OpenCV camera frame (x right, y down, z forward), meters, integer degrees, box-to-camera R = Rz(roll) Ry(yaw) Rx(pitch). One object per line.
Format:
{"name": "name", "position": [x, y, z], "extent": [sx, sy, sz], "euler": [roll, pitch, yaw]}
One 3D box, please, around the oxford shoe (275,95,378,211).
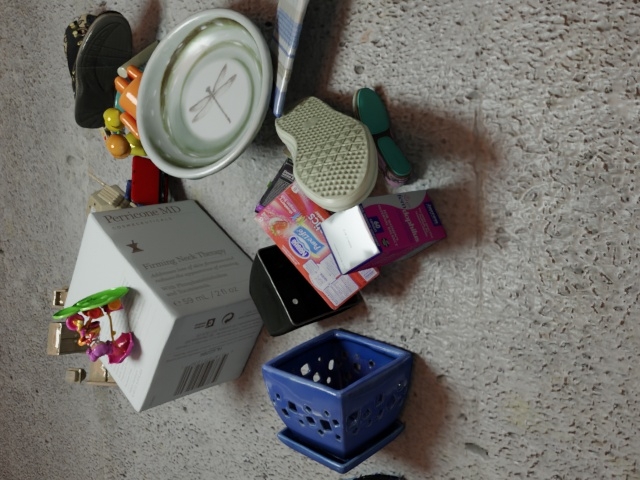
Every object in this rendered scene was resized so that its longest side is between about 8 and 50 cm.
{"name": "oxford shoe", "position": [0.022, -0.163, 1.447], "extent": [0.130, 0.169, 0.449], "euler": [59, 180, -30]}

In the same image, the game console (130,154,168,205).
{"name": "game console", "position": [-0.462, -0.142, 1.983], "extent": [0.124, 0.085, 0.144], "euler": [103, 165, -66]}

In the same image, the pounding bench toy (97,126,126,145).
{"name": "pounding bench toy", "position": [-0.614, -0.327, 2.176], "extent": [0.083, 0.052, 0.065], "euler": [-37, 72, 41]}

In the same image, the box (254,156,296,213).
{"name": "box", "position": [-0.063, -0.101, 1.658], "extent": [0.162, 0.116, 0.029], "euler": [-52, 19, 37]}

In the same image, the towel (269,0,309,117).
{"name": "towel", "position": [-0.074, -0.430, 1.589], "extent": [0.209, 0.034, 0.285], "euler": [-117, 38, -61]}

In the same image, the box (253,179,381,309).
{"name": "box", "position": [0.000, 0.000, 1.519], "extent": [0.128, 0.122, 0.257], "euler": [-41, 92, 13]}

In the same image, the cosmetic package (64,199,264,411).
{"name": "cosmetic package", "position": [-0.389, 0.151, 1.858], "extent": [0.393, 0.329, 0.327], "euler": [44, 125, 28]}

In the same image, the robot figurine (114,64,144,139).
{"name": "robot figurine", "position": [-0.418, -0.344, 1.850], "extent": [0.219, 0.158, 0.128], "euler": [44, 129, -6]}

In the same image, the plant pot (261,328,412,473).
{"name": "plant pot", "position": [0.041, 0.344, 1.557], "extent": [0.236, 0.236, 0.212], "euler": [12, 113, 43]}

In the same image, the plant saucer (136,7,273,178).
{"name": "plant saucer", "position": [-0.254, -0.332, 1.699], "extent": [0.400, 0.100, 0.400], "euler": [-6, 79, 32]}

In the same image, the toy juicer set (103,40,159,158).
{"name": "toy juicer set", "position": [-0.530, -0.376, 1.977], "extent": [0.089, 0.209, 0.329], "euler": [15, 110, 13]}

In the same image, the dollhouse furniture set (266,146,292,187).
{"name": "dollhouse furniture set", "position": [-0.057, -0.169, 1.693], "extent": [0.076, 0.058, 0.152], "euler": [42, 105, 39]}

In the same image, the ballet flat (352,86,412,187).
{"name": "ballet flat", "position": [0.115, -0.204, 1.495], "extent": [0.221, 0.077, 0.079], "euler": [64, 153, 14]}

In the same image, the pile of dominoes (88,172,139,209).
{"name": "pile of dominoes", "position": [-0.522, -0.079, 2.002], "extent": [0.196, 0.251, 0.040], "euler": [32, 80, 27]}

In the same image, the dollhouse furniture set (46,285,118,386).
{"name": "dollhouse furniture set", "position": [-0.677, 0.308, 2.367], "extent": [0.355, 0.174, 0.303], "euler": [2, 86, 15]}

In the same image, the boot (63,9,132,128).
{"name": "boot", "position": [-0.633, -0.538, 2.048], "extent": [0.377, 0.138, 0.284], "euler": [-63, 39, 44]}

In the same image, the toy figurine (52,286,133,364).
{"name": "toy figurine", "position": [-0.491, 0.209, 1.641], "extent": [0.130, 0.173, 0.159], "euler": [2, 111, 55]}

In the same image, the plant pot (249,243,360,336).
{"name": "plant pot", "position": [-0.056, 0.117, 1.647], "extent": [0.188, 0.187, 0.167], "euler": [61, 144, 17]}

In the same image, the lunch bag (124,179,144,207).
{"name": "lunch bag", "position": [-0.517, -0.137, 2.108], "extent": [0.098, 0.067, 0.065], "euler": [33, 120, 33]}

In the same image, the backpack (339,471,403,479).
{"name": "backpack", "position": [0.098, 0.596, 1.620], "extent": [0.173, 0.117, 0.158], "euler": [-14, 88, 44]}

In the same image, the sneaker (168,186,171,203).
{"name": "sneaker", "position": [-0.453, -0.109, 2.059], "extent": [0.052, 0.058, 0.135], "euler": [-23, 81, 44]}

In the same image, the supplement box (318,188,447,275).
{"name": "supplement box", "position": [0.124, -0.019, 1.410], "extent": [0.114, 0.220, 0.111], "euler": [-34, 75, 41]}

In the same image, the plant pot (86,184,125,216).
{"name": "plant pot", "position": [-0.648, -0.096, 2.222], "extent": [0.109, 0.096, 0.109], "euler": [39, 122, 32]}
